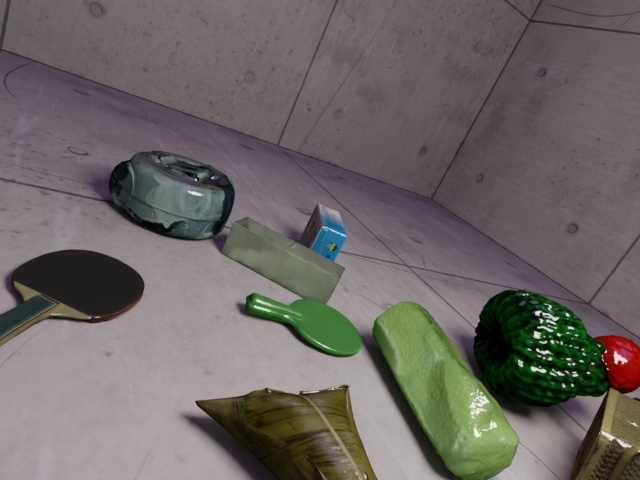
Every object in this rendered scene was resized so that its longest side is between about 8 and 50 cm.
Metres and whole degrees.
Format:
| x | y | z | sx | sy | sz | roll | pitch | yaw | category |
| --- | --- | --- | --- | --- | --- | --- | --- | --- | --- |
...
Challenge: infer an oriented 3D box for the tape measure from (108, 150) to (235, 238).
| x | y | z | sx | sy | sz | roll | pitch | yaw | category |
| --- | --- | --- | --- | --- | --- | --- | --- | --- | --- |
| -0.342 | -0.119 | 1.037 | 0.275 | 0.147 | 0.256 | 25 | 19 | 3 | tape measure |

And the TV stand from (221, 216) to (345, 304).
| x | y | z | sx | sy | sz | roll | pitch | yaw | category |
| --- | --- | --- | --- | --- | --- | --- | --- | --- | --- |
| -0.085 | 0.045 | 1.013 | 0.270 | 0.088 | 0.083 | 28 | 19 | 6 | TV stand |

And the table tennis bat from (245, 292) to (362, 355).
| x | y | z | sx | sy | sz | roll | pitch | yaw | category |
| --- | --- | --- | --- | --- | --- | --- | --- | --- | --- |
| -0.029 | 0.159 | 0.866 | 0.257 | 0.039 | 0.160 | 23 | 19 | -24 | table tennis bat |

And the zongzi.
| x | y | z | sx | sy | sz | roll | pitch | yaw | category |
| --- | --- | --- | --- | --- | --- | --- | --- | --- | --- |
| -0.037 | 0.256 | 0.499 | 0.205 | 0.094 | 0.205 | 13 | 22 | -22 | zongzi |

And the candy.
| x | y | z | sx | sy | sz | roll | pitch | yaw | category |
| --- | --- | --- | --- | --- | --- | --- | --- | --- | --- |
| 0.210 | 0.252 | 0.793 | 0.142 | 0.132 | 0.343 | 65 | -1 | -32 | candy |

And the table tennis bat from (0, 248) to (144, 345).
| x | y | z | sx | sy | sz | roll | pitch | yaw | category |
| --- | --- | --- | --- | --- | --- | --- | --- | --- | --- |
| -0.378 | 0.079 | 0.646 | 0.174 | 0.022 | 0.301 | 25 | 17 | -2 | table tennis bat |

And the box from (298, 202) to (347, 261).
| x | y | z | sx | sy | sz | roll | pitch | yaw | category |
| --- | --- | --- | --- | --- | --- | --- | --- | --- | --- |
| 0.000 | 0.000 | 1.161 | 0.073 | 0.139 | 0.194 | 22 | 19 | -12 | box |

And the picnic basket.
| x | y | z | sx | sy | sz | roll | pitch | yaw | category |
| --- | --- | --- | --- | --- | --- | --- | --- | --- | --- |
| 0.531 | 0.382 | 0.745 | 0.139 | 0.165 | 0.267 | 25 | 16 | 34 | picnic basket |

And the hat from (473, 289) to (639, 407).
| x | y | z | sx | sy | sz | roll | pitch | yaw | category |
| --- | --- | --- | --- | --- | --- | --- | --- | --- | --- |
| 0.528 | 0.258 | 0.960 | 0.333 | 0.242 | 0.274 | 14 | 27 | 1 | hat |
